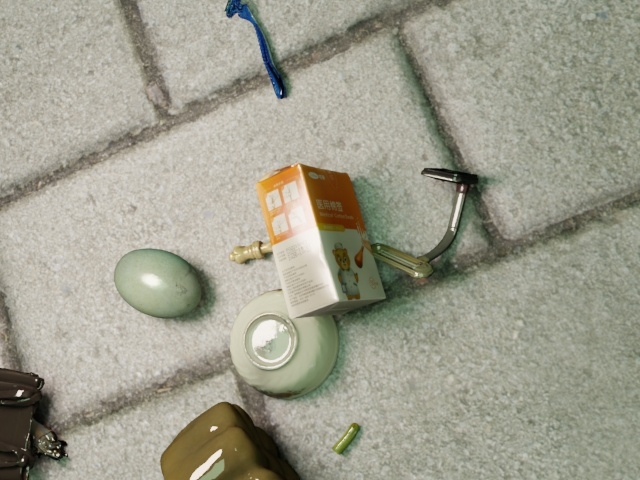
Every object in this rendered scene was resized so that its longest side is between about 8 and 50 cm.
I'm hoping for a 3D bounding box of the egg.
[{"bbox_3d":[-0.410,0.108,1.869,0.237,0.169,0.169,17,85,14],"label":"egg"}]

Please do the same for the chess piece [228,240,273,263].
[{"bbox_3d":[-0.153,0.023,1.878,0.172,0.060,0.060,-14,77,15],"label":"chess piece"}]

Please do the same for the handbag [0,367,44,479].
[{"bbox_3d":[-0.828,0.469,1.886,0.257,0.113,0.285,0,75,22],"label":"handbag"}]

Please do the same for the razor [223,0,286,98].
[{"bbox_3d":[-0.159,-0.519,1.978,0.056,0.093,0.324,-22,77,-27],"label":"razor"}]

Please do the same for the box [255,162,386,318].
[{"bbox_3d":[0.000,0.000,1.741,0.143,0.225,0.341,-24,75,31],"label":"box"}]

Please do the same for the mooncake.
[{"bbox_3d":[-0.166,0.540,1.638,0.201,0.378,0.378,-43,73,-3],"label":"mooncake"}]

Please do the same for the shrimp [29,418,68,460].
[{"bbox_3d":[-0.798,0.542,1.943,0.289,0.075,0.178,28,92,18],"label":"shrimp"}]

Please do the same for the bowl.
[{"bbox_3d":[-0.101,0.245,1.785,0.277,0.145,0.277,-3,78,13],"label":"bowl"}]

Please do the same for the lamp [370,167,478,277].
[{"bbox_3d":[0.242,-0.054,1.780,0.203,0.124,0.283,20,88,37],"label":"lamp"}]

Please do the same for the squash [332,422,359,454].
[{"bbox_3d":[0.063,0.471,1.761,0.027,0.027,0.083,39,91,17],"label":"squash"}]
